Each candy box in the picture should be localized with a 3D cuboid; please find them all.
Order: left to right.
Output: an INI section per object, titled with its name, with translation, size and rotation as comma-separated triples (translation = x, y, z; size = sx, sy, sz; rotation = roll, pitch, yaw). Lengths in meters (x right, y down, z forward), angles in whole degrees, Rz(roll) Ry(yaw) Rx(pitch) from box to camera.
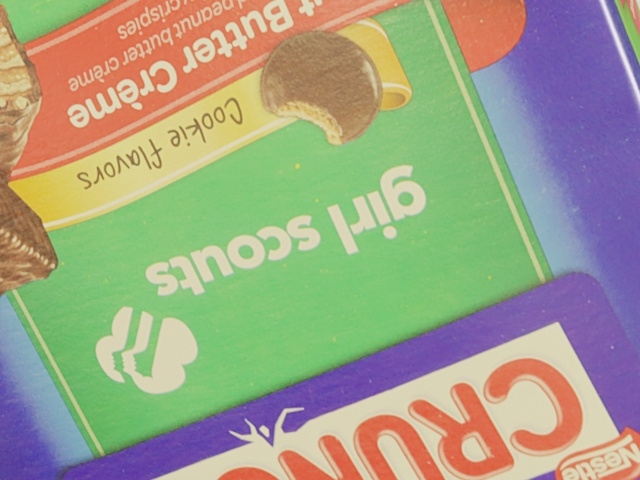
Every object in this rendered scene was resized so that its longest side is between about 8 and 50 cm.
[candy box]
translation = -0.012, -0.014, 0.607
size = 0.122, 0.268, 0.317
rotation = -72, 140, -62
